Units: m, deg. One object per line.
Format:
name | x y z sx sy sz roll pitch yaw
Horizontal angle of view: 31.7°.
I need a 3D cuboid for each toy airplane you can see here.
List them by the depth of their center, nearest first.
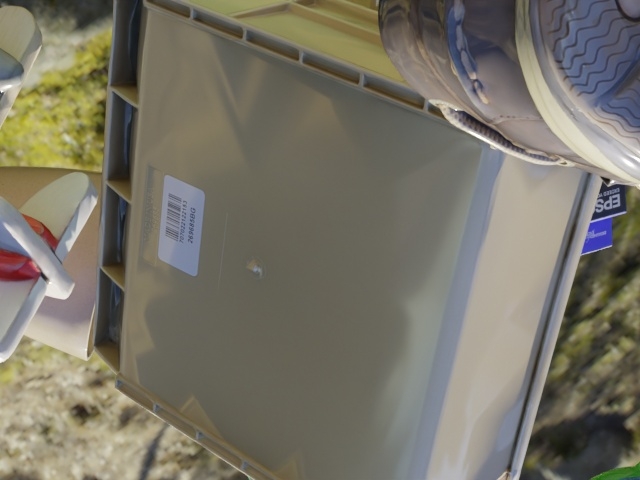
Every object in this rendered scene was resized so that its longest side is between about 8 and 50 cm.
toy airplane | -0.404 -0.028 1.032 0.384 0.386 0.272 -35 129 9

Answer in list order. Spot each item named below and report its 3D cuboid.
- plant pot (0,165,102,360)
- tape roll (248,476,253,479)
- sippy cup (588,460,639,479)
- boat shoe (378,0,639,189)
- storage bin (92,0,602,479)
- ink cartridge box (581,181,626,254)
plant pot | -0.409 0.003 1.509 0.256 0.274 0.256 -165 -90 -86
tape roll | 0.054 0.235 1.431 0.321 0.321 0.077 -21 143 -39
sippy cup | 0.424 0.443 1.468 0.240 0.305 0.224 -23 -174 14
boat shoe | 0.167 -0.074 0.442 0.355 0.130 0.132 10 94 -43
storage bin | 0.000 0.000 0.642 0.123 0.260 0.262 -25 132 -47
ink cartridge box | 0.330 -0.064 1.564 0.206 0.045 0.208 -15 108 -22
